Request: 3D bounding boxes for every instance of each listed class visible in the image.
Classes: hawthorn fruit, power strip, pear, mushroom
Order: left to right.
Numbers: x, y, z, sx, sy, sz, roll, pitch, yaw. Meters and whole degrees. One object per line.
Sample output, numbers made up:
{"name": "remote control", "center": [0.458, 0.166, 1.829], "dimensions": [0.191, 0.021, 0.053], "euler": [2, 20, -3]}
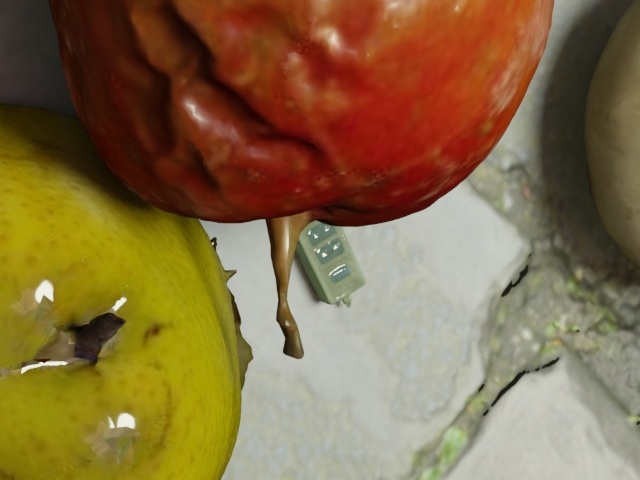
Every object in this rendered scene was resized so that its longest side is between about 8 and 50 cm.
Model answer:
{"name": "pear", "center": [-0.127, 0.071, 0.896], "dimensions": [0.267, 0.178, 0.267], "euler": [-5, 103, -23]}
{"name": "hawthorn fruit", "center": [-0.013, -0.081, 0.899], "dimensions": [0.242, 0.242, 0.272], "euler": [-4, 102, -26]}
{"name": "power strip", "center": [0.000, 0.000, 1.036], "dimensions": [0.027, 0.017, 0.083], "euler": [-32, 109, -18]}
{"name": "mushroom", "center": [0.252, -0.059, 1.053], "dimensions": [0.204, 0.204, 0.204], "euler": [-4, 100, -26]}
